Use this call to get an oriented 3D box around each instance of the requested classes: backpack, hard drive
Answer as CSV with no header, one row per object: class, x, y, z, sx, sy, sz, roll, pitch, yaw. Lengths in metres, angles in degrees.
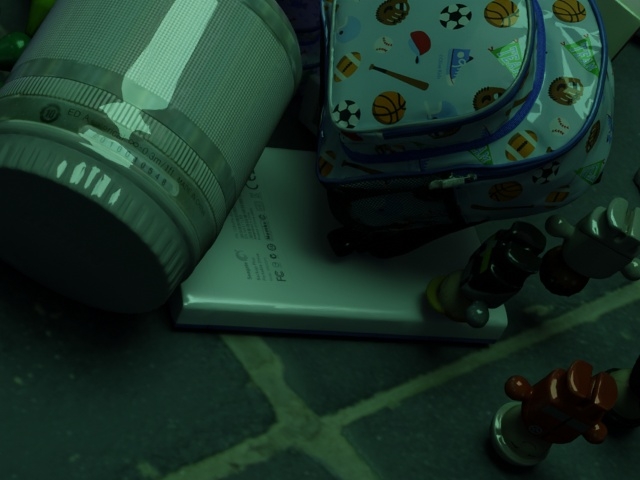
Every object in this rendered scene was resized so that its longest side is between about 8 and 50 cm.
backpack,-0.044,-0.207,1.869,0.105,0.084,0.114,-5,53,-28
backpack,0.129,-0.140,1.631,0.263,0.213,0.276,-1,69,8
hard drive,0.000,0.000,1.715,0.319,0.040,0.210,4,46,-23

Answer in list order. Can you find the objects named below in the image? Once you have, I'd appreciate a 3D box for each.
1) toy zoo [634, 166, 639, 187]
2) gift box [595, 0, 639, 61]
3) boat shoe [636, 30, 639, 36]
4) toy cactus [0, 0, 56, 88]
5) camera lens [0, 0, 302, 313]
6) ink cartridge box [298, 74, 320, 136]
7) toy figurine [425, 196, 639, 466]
toy zoo,0.452,0.002,1.953,0.192,0.030,0.293,5,46,-24
gift box,0.185,-0.250,1.897,0.258,0.255,0.276,40,24,0
boat shoe,0.398,-0.274,2.164,0.226,0.083,0.075,17,41,-12
toy cactus,-0.303,-0.169,1.693,0.181,0.112,0.219,-13,77,-8
camera lens,-0.157,-0.104,1.562,0.219,0.219,0.274,27,61,0
ink cartridge box,0.042,-0.119,1.816,0.089,0.052,0.122,5,22,-24
toy figurine,0.223,0.081,1.646,0.213,0.148,0.209,-17,73,-35
